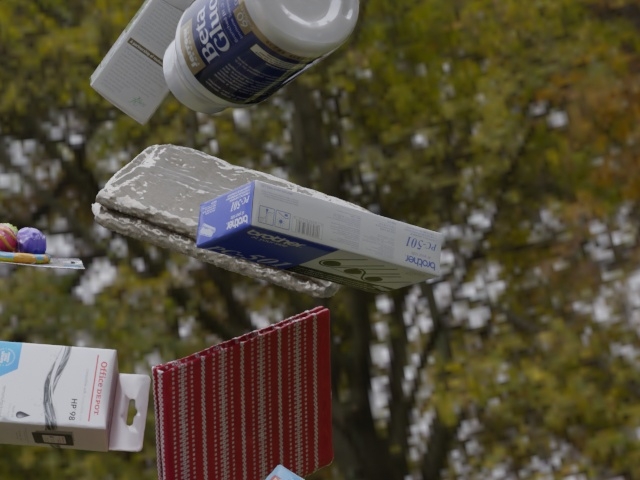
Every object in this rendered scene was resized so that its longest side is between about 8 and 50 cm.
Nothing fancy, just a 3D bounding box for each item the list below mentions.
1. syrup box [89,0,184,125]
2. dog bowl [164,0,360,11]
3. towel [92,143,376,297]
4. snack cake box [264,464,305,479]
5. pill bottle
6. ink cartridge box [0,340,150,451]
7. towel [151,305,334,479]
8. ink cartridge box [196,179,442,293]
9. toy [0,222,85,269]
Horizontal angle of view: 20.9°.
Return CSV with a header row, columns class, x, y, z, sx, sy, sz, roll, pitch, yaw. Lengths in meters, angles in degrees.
class,x,y,z,sx,sy,sz,roll,pitch,yaw
syrup box,-0.206,-0.280,2.326,0.096,0.093,0.237,36,-86,-13
dog bowl,-0.075,-0.353,2.112,0.265,0.265,0.104,-1,-61,-17
towel,-0.088,-0.022,1.845,0.282,0.187,0.049,19,-63,11
snack cake box,-0.063,0.381,1.762,0.264,0.089,0.152,-50,-50,-13
pill bottle,-0.052,-0.155,1.300,0.094,0.094,0.169,6,-19,-30
ink cartridge box,-0.286,0.176,1.951,0.180,0.104,0.060,4,-33,-1
towel,-0.081,0.195,1.912,0.031,0.199,0.275,11,19,40
ink cartridge box,0.000,0.000,1.582,0.207,0.046,0.097,15,-20,-31
toy,-0.446,0.004,2.383,0.237,0.056,0.137,1,6,-12
